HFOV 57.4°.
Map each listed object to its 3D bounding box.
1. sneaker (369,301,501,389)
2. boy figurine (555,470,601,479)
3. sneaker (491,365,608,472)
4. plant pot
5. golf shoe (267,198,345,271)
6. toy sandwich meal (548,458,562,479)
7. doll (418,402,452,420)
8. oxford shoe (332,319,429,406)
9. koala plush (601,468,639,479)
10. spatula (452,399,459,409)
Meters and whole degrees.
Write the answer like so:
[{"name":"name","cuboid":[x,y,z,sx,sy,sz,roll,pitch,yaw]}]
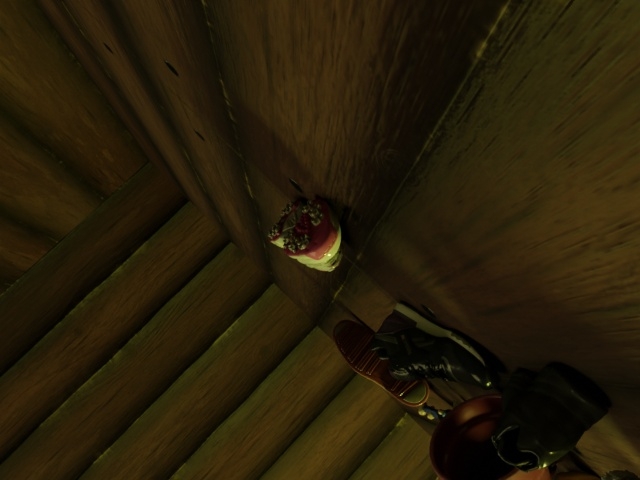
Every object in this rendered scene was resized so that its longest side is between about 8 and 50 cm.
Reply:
[{"name":"sneaker","cuboid":[0.196,0.220,1.053,0.107,0.124,0.283,50,168,-27]},{"name":"boy figurine","cuboid":[0.476,0.530,1.108,0.092,0.177,0.285,-1,137,11]},{"name":"sneaker","cuboid":[0.291,0.257,0.822,0.109,0.130,0.286,39,169,20]},{"name":"plant pot","cuboid":[0.319,0.407,1.034,0.180,0.201,0.201,58,165,-22]},{"name":"golf shoe","cuboid":[0.000,0.000,1.054,0.140,0.115,0.306,37,179,-15]},{"name":"toy sandwich meal","cuboid":[0.438,0.444,1.120,0.029,0.085,0.085,28,162,33]},{"name":"doll","cuboid":[0.373,0.509,1.672,0.129,0.046,0.189,30,165,-27]},{"name":"oxford shoe","cuboid":[0.176,0.375,1.759,0.348,0.123,0.130,42,175,23]},{"name":"koala plush","cuboid":[0.418,0.365,0.647,0.196,0.203,0.221,25,146,61]},{"name":"spatula","cuboid":[0.372,0.487,1.365,0.168,0.019,0.242,43,-159,0]}]
